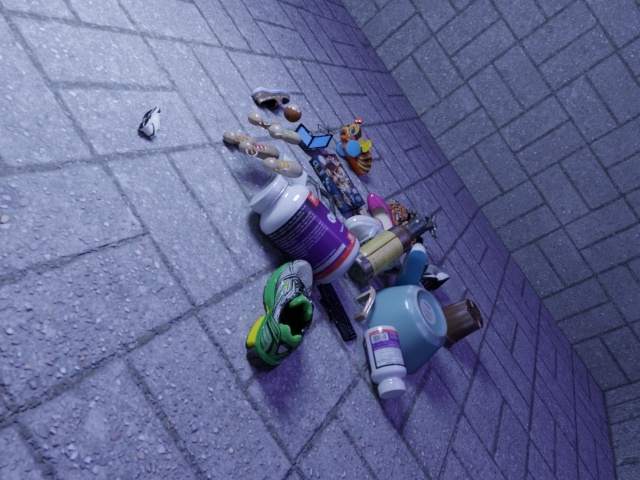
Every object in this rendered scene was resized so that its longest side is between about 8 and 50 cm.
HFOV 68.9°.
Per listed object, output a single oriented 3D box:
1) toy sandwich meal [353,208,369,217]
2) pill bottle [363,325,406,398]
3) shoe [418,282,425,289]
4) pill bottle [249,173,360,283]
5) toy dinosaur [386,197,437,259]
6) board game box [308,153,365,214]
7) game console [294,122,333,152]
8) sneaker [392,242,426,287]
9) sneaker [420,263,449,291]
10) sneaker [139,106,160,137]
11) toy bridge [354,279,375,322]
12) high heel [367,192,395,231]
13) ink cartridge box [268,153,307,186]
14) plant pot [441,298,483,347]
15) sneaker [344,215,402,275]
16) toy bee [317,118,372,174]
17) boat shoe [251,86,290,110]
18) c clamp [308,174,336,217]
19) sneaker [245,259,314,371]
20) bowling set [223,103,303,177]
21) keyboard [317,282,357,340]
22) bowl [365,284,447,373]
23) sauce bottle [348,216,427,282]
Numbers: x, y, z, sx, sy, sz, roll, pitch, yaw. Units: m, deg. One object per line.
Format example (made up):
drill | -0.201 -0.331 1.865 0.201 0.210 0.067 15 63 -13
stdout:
toy sandwich meal | 0.163 -0.093 1.853 0.085 0.029 0.086 35 36 -31
pill bottle | 0.195 0.362 1.388 0.108 0.108 0.194 27 41 -39
shoe | 0.392 0.230 1.834 0.178 0.063 0.081 46 27 -24
pill bottle | -0.047 -0.035 1.354 0.323 0.181 0.181 45 32 -19
toy dinosaur | 0.385 -0.042 2.045 0.218 0.164 0.322 7 69 -35
board game box | 0.069 -0.227 1.837 0.243 0.042 0.165 59 30 5
game console | -0.030 -0.412 1.833 0.124 0.085 0.144 46 31 -17
sneaker | 0.331 0.117 1.712 0.087 0.229 0.092 23 28 4
sneaker | 0.446 0.154 1.970 0.108 0.100 0.271 52 24 22
sneaker | -0.437 -0.307 1.216 0.044 0.040 0.109 52 30 -39
toy bridge | 0.151 0.184 1.540 0.026 0.063 0.188 43 33 -20
high heel | 0.254 -0.079 1.920 0.244 0.082 0.117 66 19 -8
ink cartridge box | -0.110 -0.175 1.517 0.109 0.062 0.209 38 35 -27
plant pot | 0.548 0.321 1.867 0.167 0.165 0.167 36 35 -31
sneaker | 0.210 0.030 1.728 0.292 0.108 0.169 30 36 -39
toy bee | 0.146 -0.429 1.991 0.195 0.162 0.298 32 -12 38
boat shoe | -0.181 -0.526 1.760 0.183 0.066 0.066 -11 75 -47
c clamp | 0.008 -0.147 1.702 0.137 0.022 0.161 30 37 -45
sneaker | -0.064 0.167 1.176 0.134 0.146 0.344 43 32 -21
bowling set | -0.156 -0.327 1.386 0.287 0.200 0.154 31 16 31
keyboard | 0.055 0.211 1.407 0.100 0.038 0.192 -9 68 -57
bowl | 0.313 0.276 1.584 0.311 0.163 0.312 35 37 -32
sauce bottle | 0.241 0.022 1.636 0.344 0.111 0.111 -31 86 -29
